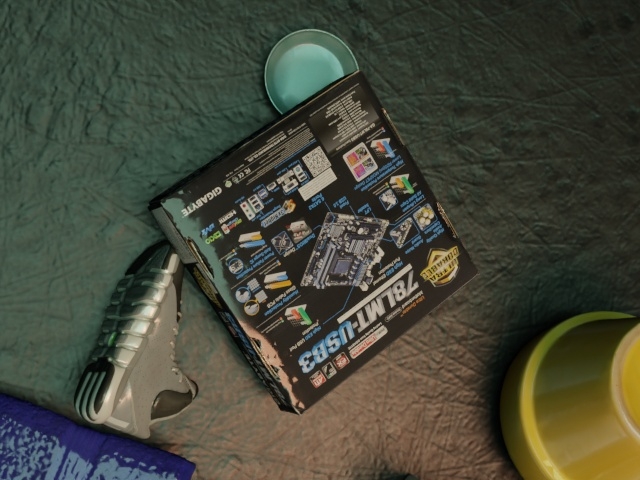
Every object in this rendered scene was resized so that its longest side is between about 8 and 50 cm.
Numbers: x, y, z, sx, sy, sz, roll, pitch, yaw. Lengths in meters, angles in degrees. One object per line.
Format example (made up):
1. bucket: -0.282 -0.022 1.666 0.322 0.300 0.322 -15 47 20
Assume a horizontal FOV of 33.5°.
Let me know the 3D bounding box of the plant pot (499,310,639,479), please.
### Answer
1. plant pot: 0.367 0.192 1.244 0.254 0.239 0.254 3 71 -10

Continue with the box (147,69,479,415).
1. box: 0.000 0.000 1.245 0.295 0.073 0.293 -36 103 -19

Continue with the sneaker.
1. sneaker: -0.186 0.122 1.234 0.132 0.086 0.228 36 67 -34

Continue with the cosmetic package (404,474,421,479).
1. cosmetic package: 0.244 0.453 1.254 0.385 0.217 0.156 34 81 -9

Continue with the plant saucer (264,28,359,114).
1. plant saucer: -0.012 -0.197 1.301 0.119 0.021 0.119 0 90 -14

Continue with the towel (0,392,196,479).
1. towel: -0.315 0.305 1.179 0.308 0.076 0.227 21 77 -4
